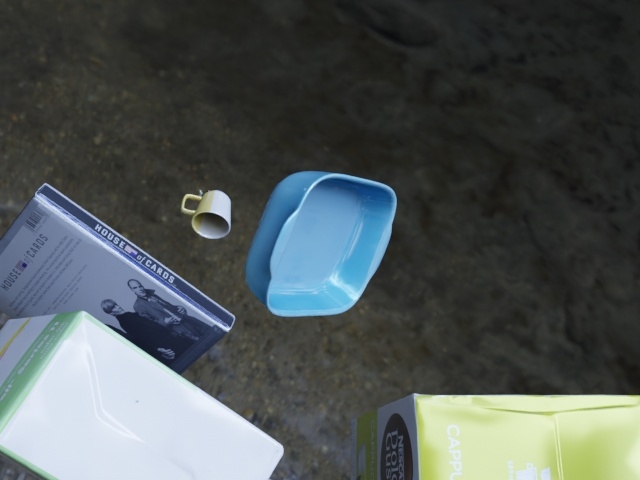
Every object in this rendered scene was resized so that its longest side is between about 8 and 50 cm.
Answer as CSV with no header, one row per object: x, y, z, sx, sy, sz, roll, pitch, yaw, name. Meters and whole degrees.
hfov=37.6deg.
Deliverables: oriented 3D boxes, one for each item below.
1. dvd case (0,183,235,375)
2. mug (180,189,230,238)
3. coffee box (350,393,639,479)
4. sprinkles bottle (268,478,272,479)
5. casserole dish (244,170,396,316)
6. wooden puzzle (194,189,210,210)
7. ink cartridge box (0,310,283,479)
-0.235,0.066,0.996,0.238,0.179,0.029,38,37,-14,dvd case
-0.175,-0.051,1.500,0.078,0.062,0.064,44,37,-33,mug
0.243,0.398,1.306,0.338,0.334,0.338,3,73,-12,coffee box
-0.165,0.272,1.045,0.121,0.121,0.355,-16,22,-38,sprinkles bottle
0.000,0.000,0.725,0.037,0.114,0.188,26,9,26,casserole dish
-0.198,-0.051,1.589,0.006,0.049,0.083,14,53,-34,wooden puzzle
-0.210,0.167,0.845,0.207,0.353,0.119,39,68,-20,ink cartridge box
